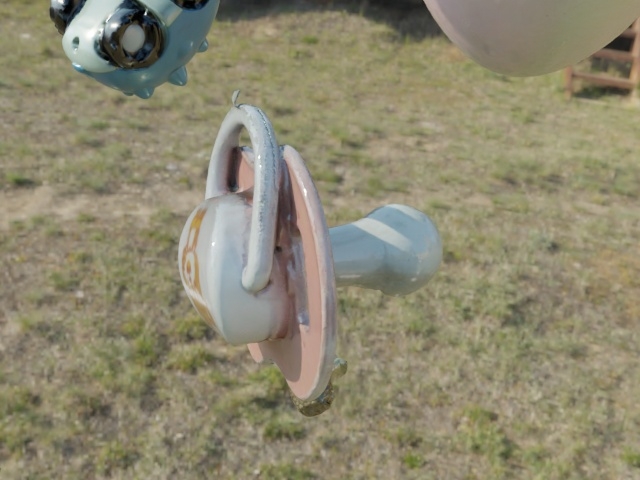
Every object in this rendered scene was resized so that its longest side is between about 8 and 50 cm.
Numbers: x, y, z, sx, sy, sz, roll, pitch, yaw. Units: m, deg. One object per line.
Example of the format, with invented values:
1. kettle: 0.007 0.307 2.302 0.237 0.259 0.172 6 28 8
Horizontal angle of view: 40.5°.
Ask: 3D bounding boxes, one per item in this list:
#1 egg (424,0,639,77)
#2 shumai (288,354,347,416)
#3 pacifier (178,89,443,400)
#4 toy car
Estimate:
1. egg: 0.260 -0.368 1.067 0.354 0.340 0.354 7 33 -5
2. shumai: -0.001 0.277 1.745 0.116 0.146 0.145 -16 29 -24
3. pacifier: -0.027 0.020 0.854 0.273 0.220 0.332 31 -5 -19
4. toy car: -0.244 -0.318 1.243 0.188 0.255 0.190 28 -12 36
